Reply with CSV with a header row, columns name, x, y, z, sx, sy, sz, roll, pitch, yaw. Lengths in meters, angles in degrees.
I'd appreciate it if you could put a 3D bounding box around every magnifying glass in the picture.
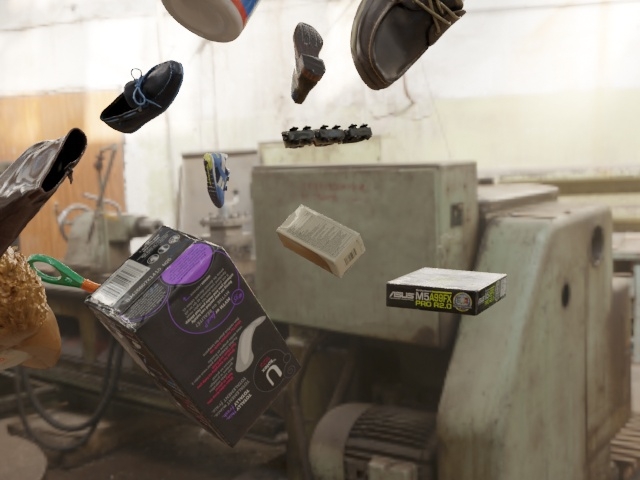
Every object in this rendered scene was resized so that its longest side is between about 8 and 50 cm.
name,x,y,z,sx,sy,sz,roll,pitch,yaw
magnifying glass,-0.597,0.094,1.827,0.231,0.026,0.092,25,-40,-9

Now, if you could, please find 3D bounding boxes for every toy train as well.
name,x,y,z,sx,sy,sz,roll,pitch,yaw
toy train,0.007,-0.148,1.071,0.158,0.027,0.036,-9,-9,-38

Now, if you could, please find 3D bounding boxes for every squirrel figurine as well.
name,x,y,z,sx,sy,sz,roll,pitch,yaw
squirrel figurine,-0.723,0.075,1.617,0.281,0.370,0.397,-10,-24,-33

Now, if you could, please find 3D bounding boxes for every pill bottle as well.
name,x,y,z,sx,sy,sz,roll,pitch,yaw
pill bottle,-0.112,-0.386,1.010,0.124,0.221,0.124,23,-19,8

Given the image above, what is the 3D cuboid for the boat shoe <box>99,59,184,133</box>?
name,x,y,z,sx,sy,sz,roll,pitch,yaw
boat shoe,-0.405,-0.316,1.700,0.089,0.109,0.258,14,-41,-44

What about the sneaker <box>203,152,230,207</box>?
name,x,y,z,sx,sy,sz,roll,pitch,yaw
sneaker,-0.251,-0.151,1.891,0.059,0.144,0.053,-18,25,-33

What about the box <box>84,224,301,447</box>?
name,x,y,z,sx,sy,sz,roll,pitch,yaw
box,-0.173,0.136,1.078,0.143,0.270,0.165,18,56,45

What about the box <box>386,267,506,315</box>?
name,x,y,z,sx,sy,sz,roll,pitch,yaw
box,0.304,0.117,1.798,0.216,0.060,0.270,5,8,28

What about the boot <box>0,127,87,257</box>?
name,x,y,z,sx,sy,sz,roll,pitch,yaw
boot,-0.463,-0.059,1.145,0.090,0.248,0.207,39,-29,-26

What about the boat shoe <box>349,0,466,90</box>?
name,x,y,z,sx,sy,sz,roll,pitch,yaw
boat shoe,0.167,-0.399,1.246,0.132,0.355,0.130,42,-26,-30

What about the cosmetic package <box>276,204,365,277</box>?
name,x,y,z,sx,sy,sz,roll,pitch,yaw
cosmetic package,0.000,0.000,1.075,0.115,0.041,0.060,30,66,35

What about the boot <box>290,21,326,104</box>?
name,x,y,z,sx,sy,sz,roll,pitch,yaw
boot,-0.045,-0.420,1.779,0.082,0.106,0.219,15,44,-20
